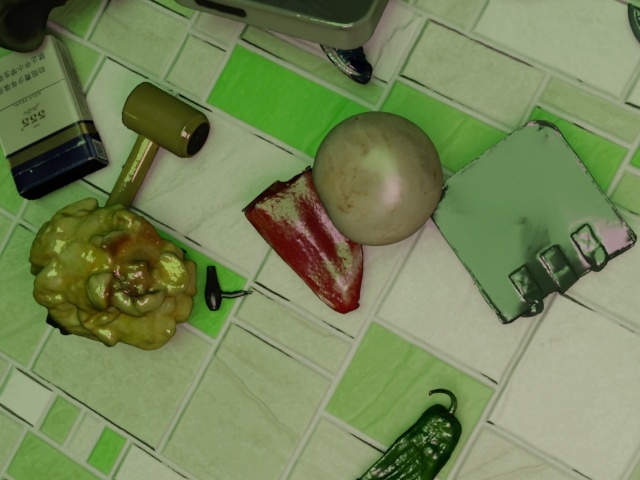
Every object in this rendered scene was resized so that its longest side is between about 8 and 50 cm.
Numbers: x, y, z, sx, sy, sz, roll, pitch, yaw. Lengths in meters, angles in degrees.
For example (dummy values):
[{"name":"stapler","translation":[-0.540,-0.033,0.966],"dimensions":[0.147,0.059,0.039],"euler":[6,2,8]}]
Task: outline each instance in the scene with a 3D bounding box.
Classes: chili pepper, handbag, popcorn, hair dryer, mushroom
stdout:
[{"name":"chili pepper","translation":[0.000,0.000,1.502],"dimensions":[0.144,0.136,0.252],"euler":[-36,87,-37]},{"name":"handbag","translation":[0.328,-0.029,1.432],"dimensions":[0.248,0.079,0.260],"euler":[-34,79,9]},{"name":"popcorn","translation":[-0.341,0.056,1.510],"dimensions":[0.286,0.215,0.252],"euler":[30,134,-10]},{"name":"chili pepper","translation":[0.138,0.348,1.441],"dimensions":[0.100,0.074,0.257],"euler":[45,96,13]},{"name":"hair dryer","translation":[-0.311,-0.125,1.597],"dimensions":[0.135,0.090,0.278],"euler":[30,98,12]},{"name":"mushroom","translation":[0.100,-0.090,1.413],"dimensions":[0.206,0.209,0.206],"euler":[-10,74,37]},{"name":"hair dryer","translation":[-0.159,0.081,1.567],"dimensions":[0.083,0.031,0.079],"euler":[-4,74,-1]}]

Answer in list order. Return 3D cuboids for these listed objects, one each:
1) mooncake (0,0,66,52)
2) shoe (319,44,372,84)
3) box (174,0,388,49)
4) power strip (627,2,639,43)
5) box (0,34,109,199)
[{"name":"mooncake","translation":[-0.523,-0.521,1.597],"dimensions":[0.352,0.187,0.351],"euler":[-6,69,17]},{"name":"shoe","translation":[0.044,-0.359,1.523],"dimensions":[0.106,0.091,0.207],"euler":[-23,76,16]},{"name":"box","translation":[-0.033,-0.513,1.502],"dimensions":[0.367,0.090,0.373],"euler":[18,68,13]},{"name":"power strip","translation":[0.600,-0.350,1.415],"dimensions":[0.216,0.044,0.137],"euler":[-19,81,11]},{"name":"box","translation":[-0.504,-0.222,1.650],"dimensions":[0.168,0.071,0.259],"euler":[-23,80,10]}]
